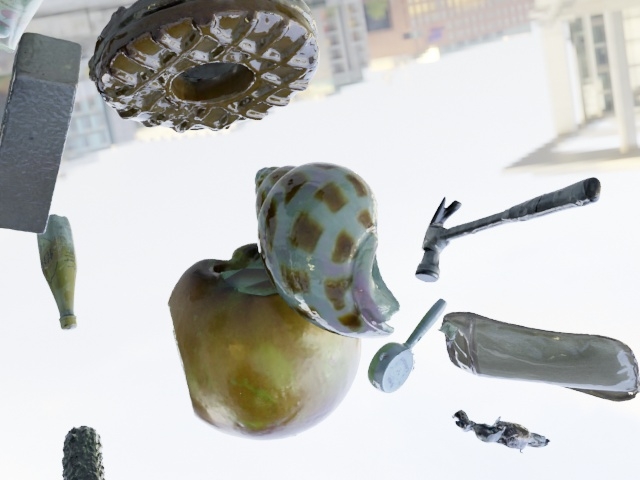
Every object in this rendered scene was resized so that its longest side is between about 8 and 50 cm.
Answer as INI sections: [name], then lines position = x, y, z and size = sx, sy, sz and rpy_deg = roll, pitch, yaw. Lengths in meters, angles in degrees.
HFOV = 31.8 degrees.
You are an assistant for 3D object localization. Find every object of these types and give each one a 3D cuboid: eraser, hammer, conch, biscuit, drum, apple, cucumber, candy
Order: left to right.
[eraser]
position = -0.506, -0.184, 1.968
size = 0.111, 0.353, 0.077
rpy_deg = 9, -152, -21
[cucumber]
position = -0.462, 0.470, 2.195
size = 0.096, 0.096, 0.359
rpy_deg = -13, -150, -11
[biscuit]
position = -0.157, -0.258, 1.596
size = 0.331, 0.103, 0.332
rpy_deg = -11, 159, -4
[apple]
position = -0.115, 0.163, 2.024
size = 0.384, 0.374, 0.374
rpy_deg = 27, -146, 38
[conch]
position = 0.000, 0.000, 1.775
size = 0.197, 0.249, 0.368
rpy_deg = -10, -140, -1
[drum]
position = 0.204, 0.246, 2.530
size = 0.049, 0.130, 0.253
rpy_deg = 29, -126, 36
[candy]
position = 0.318, 0.334, 1.958
size = 0.226, 0.051, 0.094
rpy_deg = 24, 174, -42
[hammer]
position = 0.301, -0.029, 1.840
size = 0.044, 0.152, 0.427
rpy_deg = 26, 159, -25

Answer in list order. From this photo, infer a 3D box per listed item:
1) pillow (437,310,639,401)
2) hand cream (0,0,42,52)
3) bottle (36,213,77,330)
[pillow]
position = 0.252, 0.133, 1.302
size = 0.232, 0.131, 0.038
rpy_deg = 7, -129, 23
[hand cream]
position = -0.535, -0.418, 1.907
size = 0.147, 0.093, 0.305
rpy_deg = 24, 150, -28
[bottle]
position = -0.584, 0.073, 2.516
size = 0.083, 0.270, 0.083
rpy_deg = -11, 158, -4
